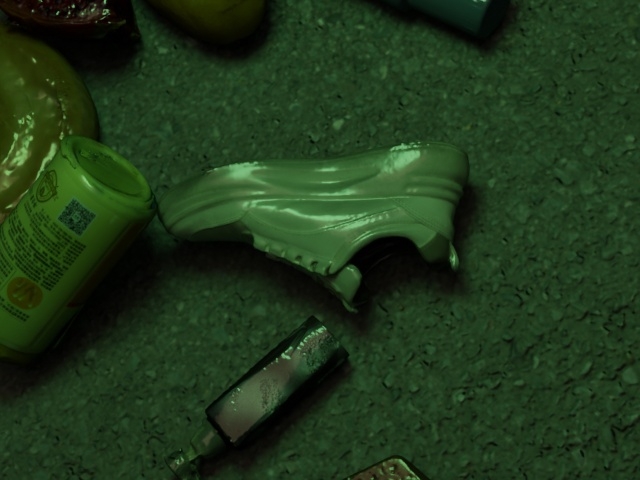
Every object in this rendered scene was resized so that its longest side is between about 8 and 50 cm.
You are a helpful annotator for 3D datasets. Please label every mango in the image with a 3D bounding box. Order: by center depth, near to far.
[{"bbox_3d":[-0.144,-0.305,1.893,0.109,0.147,0.227,-29,63,-36],"label":"mango"}]

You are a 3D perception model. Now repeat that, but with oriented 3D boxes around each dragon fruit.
[{"bbox_3d":[-0.281,-0.252,1.905,0.161,0.120,0.127,-8,68,5],"label":"dragon fruit"}]

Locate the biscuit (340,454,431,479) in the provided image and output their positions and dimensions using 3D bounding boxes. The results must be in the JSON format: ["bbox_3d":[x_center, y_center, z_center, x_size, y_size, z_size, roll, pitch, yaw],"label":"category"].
[{"bbox_3d":[0.053,0.321,1.667,0.182,0.034,0.215,37,84,23],"label":"biscuit"}]

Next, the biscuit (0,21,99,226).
[{"bbox_3d":[-0.384,-0.102,1.891,0.296,0.102,0.296,-5,69,13],"label":"biscuit"}]

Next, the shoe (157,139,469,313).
[{"bbox_3d":[0.000,0.000,1.758,0.316,0.124,0.159,-11,75,9],"label":"shoe"}]

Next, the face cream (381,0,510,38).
[{"bbox_3d":[0.022,-0.323,1.883,0.385,0.135,0.086,29,116,18],"label":"face cream"}]

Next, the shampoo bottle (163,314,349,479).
[{"bbox_3d":[-0.064,0.163,1.741,0.207,0.057,0.063,-41,74,-3],"label":"shampoo bottle"}]

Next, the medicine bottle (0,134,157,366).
[{"bbox_3d":[-0.272,0.018,1.773,0.124,0.124,0.239,48,112,23],"label":"medicine bottle"}]
